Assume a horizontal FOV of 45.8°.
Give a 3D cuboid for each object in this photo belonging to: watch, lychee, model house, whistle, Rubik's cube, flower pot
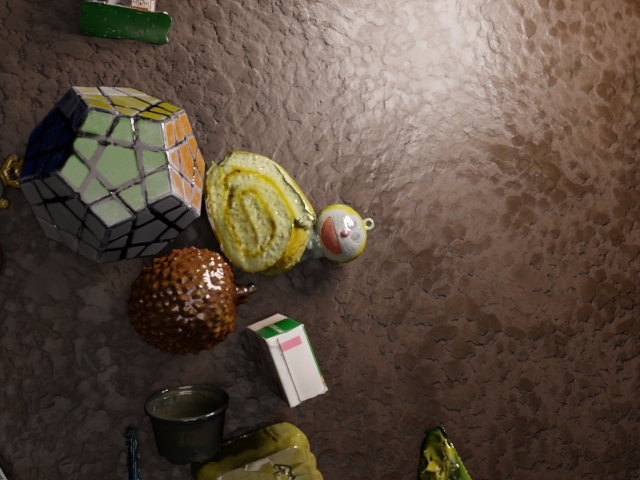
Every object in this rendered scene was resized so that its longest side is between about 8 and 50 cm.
[{"bbox_3d":[-0.467,0.495,1.385,0.276,0.068,0.274,-4,91,-15],"label":"watch"},{"bbox_3d":[-0.236,0.111,1.393,0.238,0.200,0.200,-8,92,-4],"label":"lychee"},{"bbox_3d":[-0.363,-0.439,1.413,0.167,0.117,0.088,3,72,-14],"label":"model house"},{"bbox_3d":[0.000,0.000,1.503,0.223,0.123,0.122,-18,94,-1],"label":"whistle"},{"bbox_3d":[-0.356,-0.117,1.320,0.264,0.319,0.319,34,80,-40],"label":"Rubik's cube"},{"bbox_3d":[-0.246,0.346,1.415,0.158,0.157,0.106,-4,105,-16],"label":"flower pot"}]

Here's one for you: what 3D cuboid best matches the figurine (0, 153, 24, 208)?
[{"bbox_3d":[-0.575,-0.107,1.365,0.143,0.068,0.101,-1,97,-32],"label":"figurine"}]

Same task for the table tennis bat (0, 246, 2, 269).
[{"bbox_3d":[-0.652,0.047,1.239,0.038,0.310,0.200,34,94,25],"label":"table tennis bat"}]

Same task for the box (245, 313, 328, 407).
[{"bbox_3d":[-0.069,0.221,1.431,0.081,0.199,0.135,-21,97,-18],"label":"box"}]

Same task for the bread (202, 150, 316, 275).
[{"bbox_3d":[-0.123,-0.060,1.442,0.186,0.124,0.257,-32,80,1],"label":"bread"}]

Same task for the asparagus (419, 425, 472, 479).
[{"bbox_3d":[0.296,0.579,1.580,0.128,0.108,0.381,-30,95,-13],"label":"asparagus"}]

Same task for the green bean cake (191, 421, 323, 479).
[{"bbox_3d":[-0.110,0.494,1.456,0.236,0.124,0.232,-18,95,-16],"label":"green bean cake"}]
